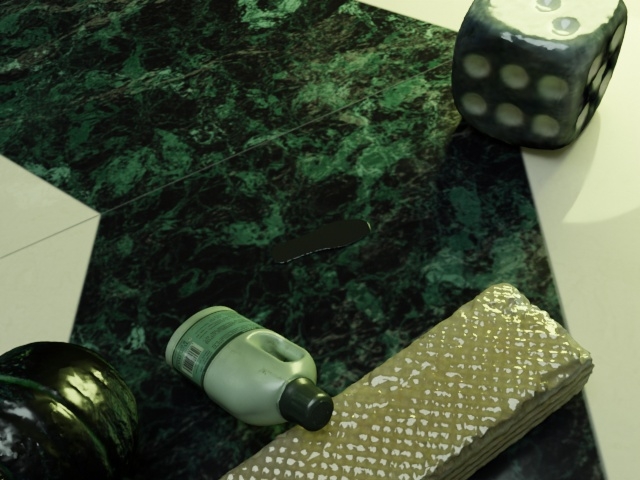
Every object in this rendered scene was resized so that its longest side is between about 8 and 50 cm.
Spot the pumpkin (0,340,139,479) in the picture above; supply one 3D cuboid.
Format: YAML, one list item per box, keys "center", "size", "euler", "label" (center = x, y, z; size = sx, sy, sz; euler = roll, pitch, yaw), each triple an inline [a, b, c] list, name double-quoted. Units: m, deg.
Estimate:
- center: [-0.268, 0.228, 0.663]
  size: [0.247, 0.248, 0.248]
  euler: [-4, 51, 6]
  label: "pumpkin"

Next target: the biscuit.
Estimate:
- center: [0.071, 0.198, 0.699]
  size: [0.425, 0.079, 0.144]
  euler: [-31, 52, -16]
  label: "biscuit"

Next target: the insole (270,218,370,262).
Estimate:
- center: [0.000, 0.000, 0.917]
  size: [0.134, 0.002, 0.045]
  euler: [-19, 50, -6]
  label: "insole"

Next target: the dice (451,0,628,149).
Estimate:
- center: [0.292, -0.246, 0.951]
  size: [0.182, 0.182, 0.183]
  euler: [25, 58, 27]
  label: "dice"

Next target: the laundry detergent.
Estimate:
- center: [-0.069, 0.135, 0.729]
  size: [0.099, 0.070, 0.225]
  euler: [-29, 28, -31]
  label: "laundry detergent"
